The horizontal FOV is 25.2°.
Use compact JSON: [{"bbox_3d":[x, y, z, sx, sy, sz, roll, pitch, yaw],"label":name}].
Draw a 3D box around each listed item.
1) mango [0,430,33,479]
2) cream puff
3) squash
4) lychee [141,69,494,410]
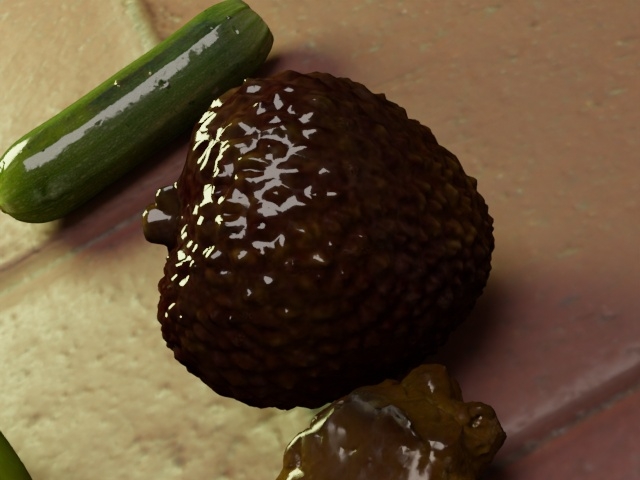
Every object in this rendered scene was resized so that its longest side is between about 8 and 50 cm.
[{"bbox_3d":[-0.280,0.146,0.819,0.192,0.156,0.343,-36,40,-16],"label":"mango"},{"bbox_3d":[0.040,0.122,0.718,0.116,0.094,0.122,-6,73,28],"label":"cream puff"},{"bbox_3d":[-0.132,-0.089,1.007,0.229,0.066,0.066,-38,45,-6],"label":"squash"},{"bbox_3d":[-0.006,0.002,0.783,0.194,0.194,0.194,-15,47,16],"label":"lychee"}]
